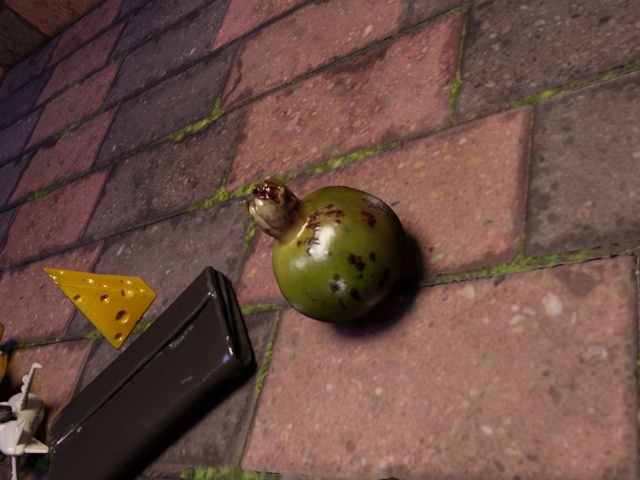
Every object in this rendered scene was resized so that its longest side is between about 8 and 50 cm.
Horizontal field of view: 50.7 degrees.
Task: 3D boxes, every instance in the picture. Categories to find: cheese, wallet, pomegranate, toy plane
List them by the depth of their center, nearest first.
[{"bbox_3d":[0.003,0.002,0.852,0.179,0.210,0.179,-53,-3,-4],"label":"pomegranate"},{"bbox_3d":[-0.280,0.237,1.056,0.406,0.062,0.228,-43,38,12],"label":"wallet"},{"bbox_3d":[-0.541,0.325,1.200,0.255,0.101,0.251,22,102,64],"label":"toy plane"},{"bbox_3d":[-0.411,0.098,1.215,0.126,0.171,0.093,-56,37,-4],"label":"cheese"}]

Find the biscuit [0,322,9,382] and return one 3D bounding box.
[{"bbox_3d":[-0.757,0.305,1.428,0.432,0.064,0.283,20,84,61],"label":"biscuit"}]
